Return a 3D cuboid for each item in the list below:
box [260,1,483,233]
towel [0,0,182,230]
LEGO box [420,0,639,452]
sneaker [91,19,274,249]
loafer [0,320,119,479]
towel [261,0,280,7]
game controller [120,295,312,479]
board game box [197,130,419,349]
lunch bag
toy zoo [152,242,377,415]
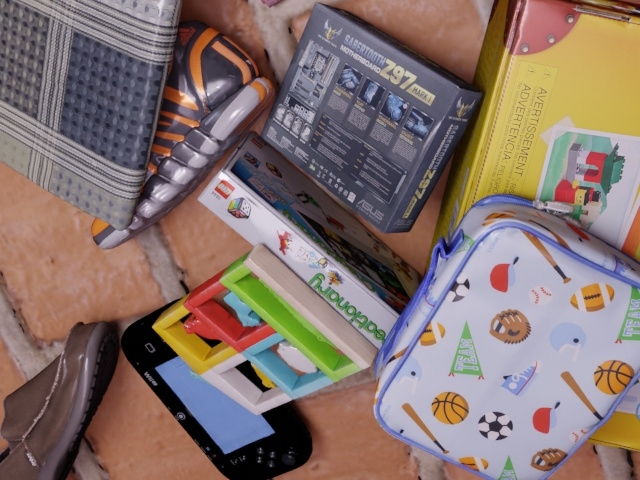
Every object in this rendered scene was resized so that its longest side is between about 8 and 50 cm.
[{"bbox_3d":[0.049,-0.145,0.894,0.233,0.059,0.183,39,117,31],"label":"box"},{"bbox_3d":[-0.310,-0.212,0.920,0.324,0.056,0.312,29,117,22],"label":"towel"},{"bbox_3d":[0.338,-0.017,0.911,0.372,0.193,0.500,12,113,1],"label":"LEGO box"},{"bbox_3d":[-0.218,-0.143,0.970,0.180,0.124,0.321,46,107,-2],"label":"sneaker"},{"bbox_3d":[-0.409,0.261,1.127,0.130,0.134,0.366,26,112,-5],"label":"loafer"},{"bbox_3d":[0.019,-0.447,0.857,0.329,0.037,0.237,-26,108,15],"label":"towel"},{"bbox_3d":[-0.151,0.227,1.126,0.166,0.067,0.319,-31,105,16],"label":"game controller"},{"bbox_3d":[0.000,0.000,0.952,0.305,0.193,0.053,40,109,-10],"label":"board game box"},{"bbox_3d":[0.198,0.104,0.812,0.243,0.115,0.303,27,113,-2],"label":"lunch bag"},{"bbox_3d":[-0.091,0.129,0.963,0.192,0.030,0.293,44,137,-14],"label":"toy zoo"}]
